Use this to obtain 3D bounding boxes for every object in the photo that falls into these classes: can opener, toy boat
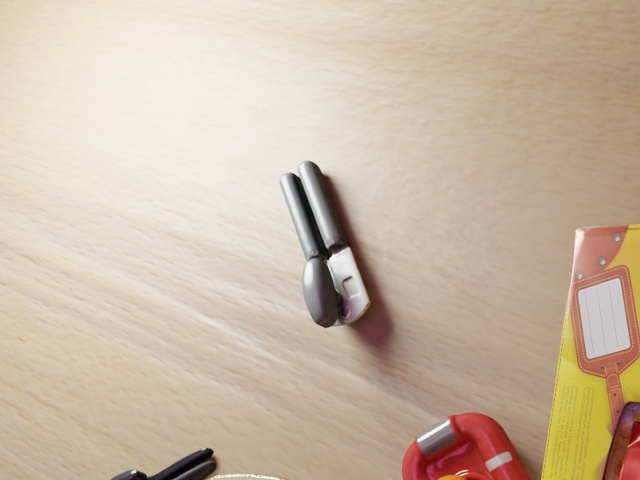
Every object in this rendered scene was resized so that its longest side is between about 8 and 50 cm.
[{"bbox_3d":[-0.239,0.370,1.440,0.186,0.073,0.059,-23,55,12],"label":"can opener"},{"bbox_3d":[0.179,0.322,1.153,0.151,0.151,0.231,-35,60,16],"label":"toy boat"},{"bbox_3d":[0.000,0.000,1.408,0.074,0.093,0.280,-30,57,20],"label":"can opener"}]

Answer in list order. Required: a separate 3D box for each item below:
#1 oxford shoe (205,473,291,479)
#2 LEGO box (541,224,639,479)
[{"bbox_3d":[-0.058,0.389,1.279,0.348,0.130,0.123,8,78,35],"label":"oxford shoe"},{"bbox_3d":[0.387,0.273,0.894,0.193,0.372,0.500,-3,72,49],"label":"LEGO box"}]
